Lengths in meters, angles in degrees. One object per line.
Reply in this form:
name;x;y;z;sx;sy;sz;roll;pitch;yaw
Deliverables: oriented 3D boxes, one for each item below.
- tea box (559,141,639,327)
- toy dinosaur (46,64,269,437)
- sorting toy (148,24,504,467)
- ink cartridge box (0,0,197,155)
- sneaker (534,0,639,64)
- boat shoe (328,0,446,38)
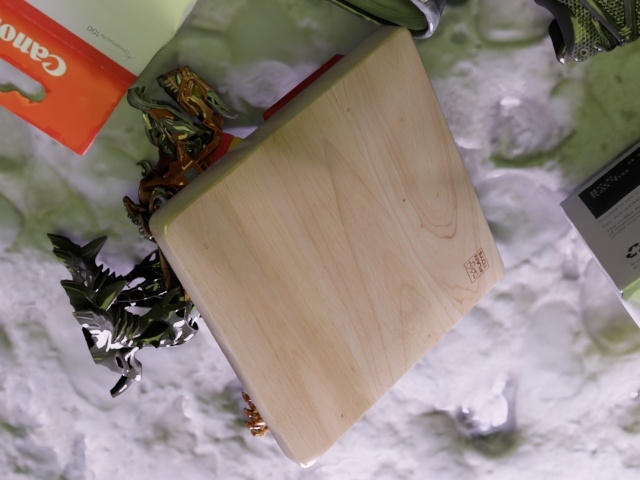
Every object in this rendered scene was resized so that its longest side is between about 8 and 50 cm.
tea box;0.437;0.018;1.009;0.329;0.220;0.323;-39;108;12
toy dinosaur;-0.103;0.024;1.039;0.218;0.164;0.322;-22;90;-10
sorting toy;0.000;0.000;0.985;0.255;0.089;0.257;-42;126;-22
ink cartridge box;-0.211;-0.201;0.991;0.189;0.066;0.232;33;102;-14
sneaker;0.270;-0.188;0.987;0.227;0.087;0.130;22;119;0
boat shoe;-0.030;-0.246;0.925;0.301;0.108;0.102;26;65;-23
